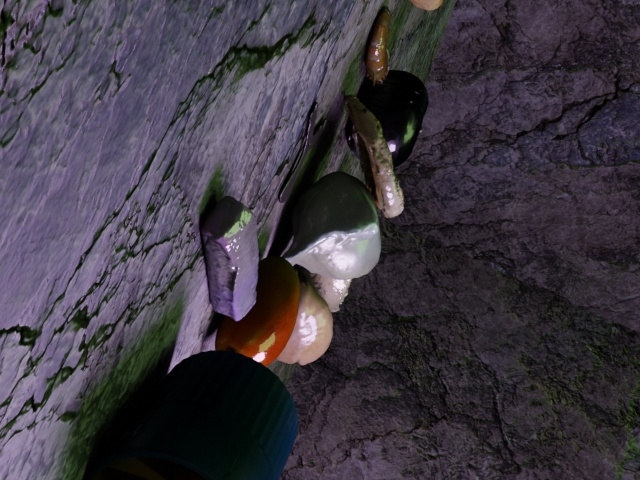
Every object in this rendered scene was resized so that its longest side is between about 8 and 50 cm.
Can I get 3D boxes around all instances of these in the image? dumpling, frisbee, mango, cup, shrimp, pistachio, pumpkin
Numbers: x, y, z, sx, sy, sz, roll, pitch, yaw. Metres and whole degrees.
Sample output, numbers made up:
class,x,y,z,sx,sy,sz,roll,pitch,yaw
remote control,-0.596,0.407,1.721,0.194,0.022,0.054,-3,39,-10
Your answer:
class,x,y,z,sx,sy,sz,roll,pitch,yaw
dumpling,0.029,-0.005,2.134,0.270,0.212,0.320,-61,162,-21
frisbee,-0.023,-0.188,1.907,0.187,0.012,0.211,105,11,-52
mango,-0.105,0.126,1.895,0.146,0.129,0.289,105,2,-46
cup,-0.183,0.347,1.519,0.292,0.242,0.307,-60,169,-61
shrimp,0.123,-0.409,2.205,0.236,0.053,0.133,84,10,-71
pistachio,-0.053,0.199,2.446,0.293,0.162,0.181,99,-8,-68
pumpkin,0.157,-0.279,2.389,0.233,0.163,0.233,24,90,-86

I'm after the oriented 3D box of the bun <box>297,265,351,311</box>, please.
class,x,y,z,sx,sy,sz,roll,pitch,yaw
bun,0.026,0.046,2.557,0.259,0.152,0.259,-63,177,-6

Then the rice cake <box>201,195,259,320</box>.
class,x,y,z,sx,sy,sz,roll,pitch,yaw
rice cake,-0.135,0.037,1.561,0.070,0.064,0.399,-54,170,-19

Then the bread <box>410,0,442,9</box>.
class,x,y,z,sx,sy,sz,roll,pitch,yaw
bread,0.211,-0.558,1.940,0.244,0.134,0.244,23,90,-87

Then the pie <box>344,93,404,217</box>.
class,x,y,z,sx,sy,sz,roll,pitch,yaw
pie,0.106,-0.175,2.138,0.274,0.055,0.274,160,-90,-88
